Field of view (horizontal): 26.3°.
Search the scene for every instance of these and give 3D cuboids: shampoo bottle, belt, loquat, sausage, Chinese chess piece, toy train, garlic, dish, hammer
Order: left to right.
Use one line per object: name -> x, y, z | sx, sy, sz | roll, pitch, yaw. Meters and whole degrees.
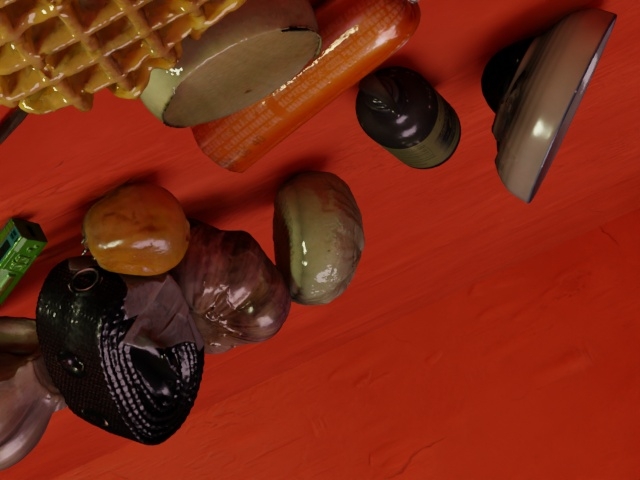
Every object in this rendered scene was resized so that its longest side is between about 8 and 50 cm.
garlic -> -0.460, 0.191, 1.811 | 0.292, 0.237, 0.210 | -10, 147, 8
toy train -> -0.403, 0.064, 1.644 | 0.044, 0.042, 0.209 | 15, 121, -48
hammer -> -0.264, -0.142, 1.294 | 0.058, 0.029, 0.292 | -10, 162, -44
belt -> -0.246, 0.142, 1.781 | 0.184, 0.164, 0.289 | -55, 146, -29
loquat -> -0.228, -0.010, 1.682 | 0.137, 0.113, 0.137 | -11, 172, -2
garlic -> -0.152, 0.054, 1.918 | 0.245, 0.245, 0.160 | -48, -164, 59
Chinese chess piece -> -0.093, -0.185, 1.322 | 0.188, 0.083, 0.188 | -27, 167, -7
sausage -> -0.005, -0.188, 1.441 | 0.312, 0.093, 0.093 | -35, 164, 33
shampoo bottle -> 0.104, -0.160, 1.725 | 0.101, 0.101, 0.284 | -28, 166, 12
dish -> 0.277, -0.197, 1.819 | 0.273, 0.134, 0.273 | -62, 169, -21

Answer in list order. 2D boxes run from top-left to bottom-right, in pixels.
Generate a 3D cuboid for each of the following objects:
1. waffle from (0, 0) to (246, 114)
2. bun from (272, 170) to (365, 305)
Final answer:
waffle -> -0.173, -0.197, 1.090 | 0.329, 0.062, 0.329 | -23, 158, -10
bun -> 0.000, 0.000, 1.941 | 0.118, 0.195, 0.195 | -3, 161, -16
